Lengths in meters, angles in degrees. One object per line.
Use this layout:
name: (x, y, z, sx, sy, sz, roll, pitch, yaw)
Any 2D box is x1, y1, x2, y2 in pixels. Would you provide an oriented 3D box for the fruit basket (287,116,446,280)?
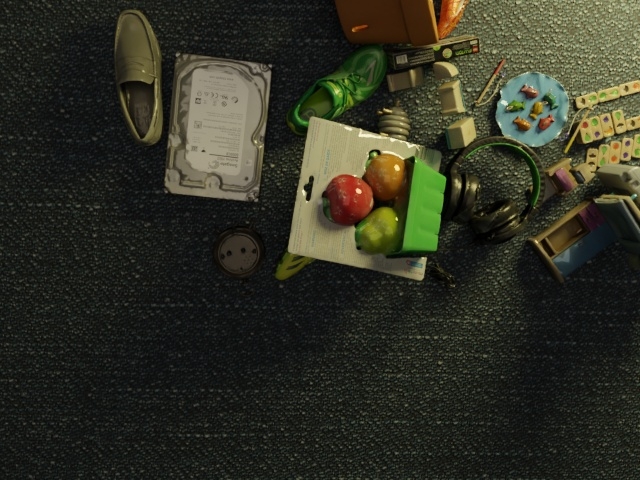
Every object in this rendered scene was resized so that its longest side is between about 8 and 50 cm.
fruit basket: (0.109, -0.093, 1.610, 0.353, 0.165, 0.326, 11, 81, -15)

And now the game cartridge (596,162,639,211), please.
game cartridge: (0.811, -0.071, 1.684, 0.060, 0.196, 0.294, -41, 98, 2)

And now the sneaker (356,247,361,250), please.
sneaker: (0.132, 0.024, 1.723, 0.170, 0.051, 0.089, -35, 95, -5)

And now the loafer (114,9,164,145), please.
loafer: (-0.426, -0.383, 1.605, 0.112, 0.111, 0.319, -9, 98, -3)

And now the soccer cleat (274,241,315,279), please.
soccer cleat: (0.000, 0.000, 1.692, 0.121, 0.093, 0.289, 40, 93, -10)

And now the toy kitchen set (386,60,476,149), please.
toy kitchen set: (0.272, -0.328, 1.676, 0.166, 0.122, 0.207, -7, 105, 28)

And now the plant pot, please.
plant pot: (0.143, -0.570, 1.553, 0.204, 0.291, 0.290, -11, 98, 14)

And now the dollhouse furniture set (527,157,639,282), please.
dollhouse furniture set: (0.637, -0.027, 1.625, 0.198, 0.303, 0.286, -37, 98, 0)

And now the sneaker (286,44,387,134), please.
sneaker: (0.048, -0.356, 1.634, 0.295, 0.123, 0.109, -41, 98, 1)

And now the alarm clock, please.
alarm clock: (-0.199, 0.048, 1.703, 0.130, 0.064, 0.191, -11, 101, -2)

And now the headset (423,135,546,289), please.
headset: (0.387, -0.067, 1.662, 0.243, 0.185, 0.394, 33, 98, -7)

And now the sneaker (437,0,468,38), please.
sneaker: (0.319, -0.575, 1.666, 0.068, 0.064, 0.175, 27, 90, 14)

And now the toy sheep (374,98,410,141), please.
toy sheep: (0.179, -0.283, 1.673, 0.091, 0.091, 0.132, 9, 91, -5)

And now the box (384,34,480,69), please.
box: (0.266, -0.454, 1.640, 0.207, 0.114, 0.036, -12, 111, -2)

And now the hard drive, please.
hard drive: (-0.248, -0.271, 1.657, 0.237, 0.064, 0.338, 7, 97, -4)

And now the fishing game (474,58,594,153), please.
fishing game: (0.527, -0.327, 1.698, 0.264, 0.041, 0.189, 32, 95, 2)

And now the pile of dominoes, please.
pile of dominoes: (0.774, -0.296, 1.733, 0.251, 0.040, 0.195, -16, 98, -1)
